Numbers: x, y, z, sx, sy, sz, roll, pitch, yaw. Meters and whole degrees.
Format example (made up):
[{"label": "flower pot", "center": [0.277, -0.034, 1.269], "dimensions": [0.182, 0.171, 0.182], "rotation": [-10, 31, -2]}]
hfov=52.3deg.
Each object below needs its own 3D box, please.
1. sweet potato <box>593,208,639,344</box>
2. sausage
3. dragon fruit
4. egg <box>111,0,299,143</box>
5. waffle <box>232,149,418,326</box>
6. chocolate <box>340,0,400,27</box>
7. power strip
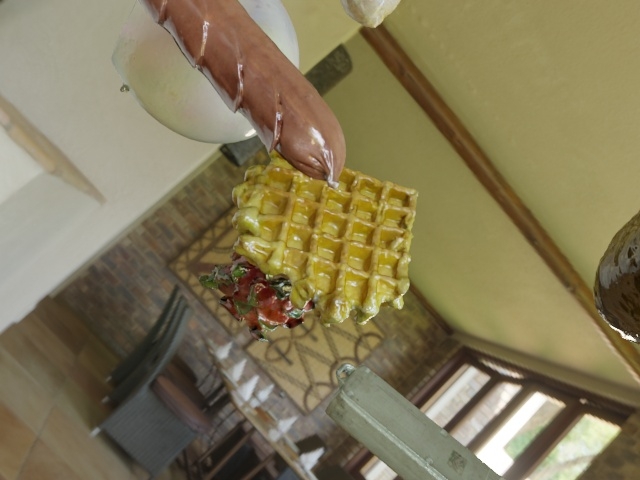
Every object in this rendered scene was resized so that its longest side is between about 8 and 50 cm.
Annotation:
[{"label": "sweet potato", "center": [0.356, 0.017, 0.614], "dimensions": [0.158, 0.158, 0.369], "rotation": [45, -28, 11]}, {"label": "sausage", "center": [-0.113, -0.219, 0.663], "dimensions": [0.433, 0.088, 0.088], "rotation": [50, -10, 7]}, {"label": "dragon fruit", "center": [-0.092, 0.071, 0.972], "dimensions": [0.236, 0.135, 0.137], "rotation": [-20, -80, 42]}, {"label": "egg", "center": [-0.115, -0.252, 0.860], "dimensions": [0.206, 0.271, 0.162], "rotation": [61, -33, 1]}, {"label": "waffle", "center": [0.000, 0.000, 0.765], "dimensions": [0.229, 0.219, 0.057], "rotation": [16, -41, -8]}, {"label": "chocolate", "center": [0.114, -0.540, 1.224], "dimensions": [0.134, 0.309, 0.134], "rotation": [16, -15, 4]}, {"label": "power strip", "center": [0.119, 0.254, 0.792], "dimensions": [0.272, 0.078, 0.052], "rotation": [37, -57, 10]}]
